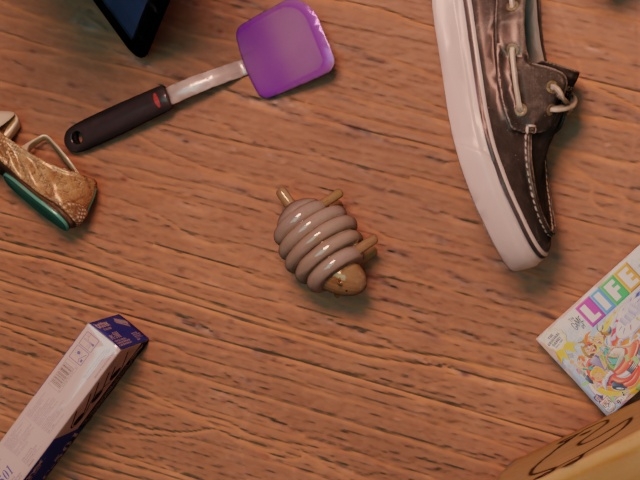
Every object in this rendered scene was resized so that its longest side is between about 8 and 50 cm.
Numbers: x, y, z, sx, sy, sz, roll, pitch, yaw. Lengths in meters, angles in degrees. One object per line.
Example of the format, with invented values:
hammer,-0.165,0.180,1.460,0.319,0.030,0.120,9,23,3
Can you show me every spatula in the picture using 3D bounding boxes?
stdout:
spatula,-0.129,-0.154,1.669,0.296,0.030,0.084,-22,87,12

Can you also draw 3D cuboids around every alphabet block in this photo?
alphabet block,0.275,0.269,1.508,0.197,0.192,0.193,-30,89,23

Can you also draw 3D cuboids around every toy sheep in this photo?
toy sheep,0.000,0.000,1.625,0.091,0.091,0.132,-41,71,11

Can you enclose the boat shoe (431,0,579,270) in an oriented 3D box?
boat shoe,0.182,-0.143,1.557,0.119,0.121,0.335,-13,88,16

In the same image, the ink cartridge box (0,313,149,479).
ink cartridge box,-0.261,0.171,1.679,0.046,0.097,0.207,39,99,7

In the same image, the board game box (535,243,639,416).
board game box,0.297,0.080,1.594,0.154,0.026,0.103,-44,84,11

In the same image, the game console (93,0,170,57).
game console,-0.272,-0.288,1.542,0.250,0.293,0.173,-3,77,-15

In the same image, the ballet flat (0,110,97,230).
ballet flat,-0.313,-0.090,1.702,0.206,0.073,0.067,36,72,5
